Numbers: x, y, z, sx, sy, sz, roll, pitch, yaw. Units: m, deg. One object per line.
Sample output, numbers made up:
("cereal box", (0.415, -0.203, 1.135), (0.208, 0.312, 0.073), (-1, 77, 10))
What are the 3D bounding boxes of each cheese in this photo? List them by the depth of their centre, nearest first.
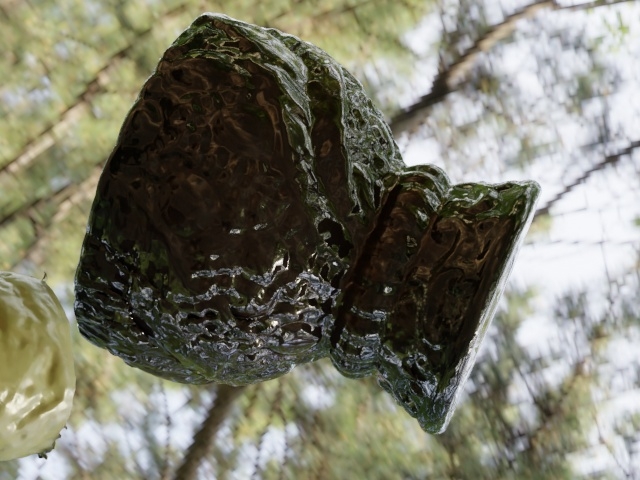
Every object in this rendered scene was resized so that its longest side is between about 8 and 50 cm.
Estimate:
("cheese", (-0.220, 0.057, 0.857), (0.123, 0.167, 0.094), (49, -60, 44))

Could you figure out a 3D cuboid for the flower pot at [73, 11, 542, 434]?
("flower pot", (0.000, 0.000, 1.164), (0.267, 0.266, 0.266), (21, -112, 8))
